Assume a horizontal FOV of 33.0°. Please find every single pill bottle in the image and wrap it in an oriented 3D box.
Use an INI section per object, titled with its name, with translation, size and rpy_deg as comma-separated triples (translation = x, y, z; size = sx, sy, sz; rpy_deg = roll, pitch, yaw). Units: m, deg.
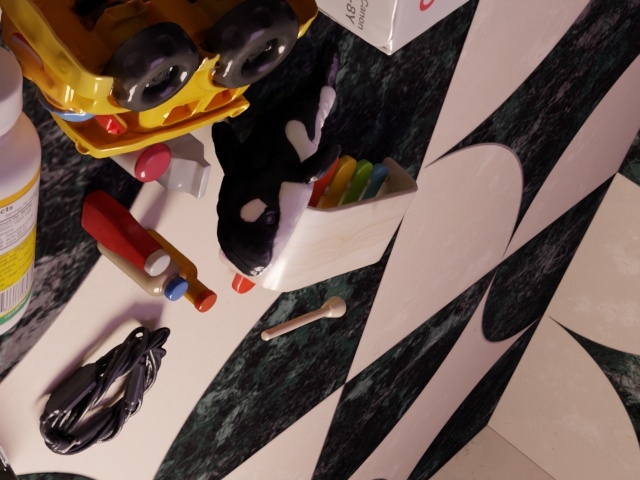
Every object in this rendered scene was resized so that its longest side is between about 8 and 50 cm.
[pill bottle]
translation = -0.256, -0.033, 0.751
size = 0.118, 0.118, 0.208
rpy_deg = -31, 150, -41

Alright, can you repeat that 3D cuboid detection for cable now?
[cable]
translation = -0.228, 0.169, 1.201
size = 0.184, 0.047, 0.150
rpy_deg = -46, 157, -15

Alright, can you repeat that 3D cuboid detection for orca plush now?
[orca plush]
translation = -0.053, -0.099, 1.071
size = 0.151, 0.102, 0.287
rpy_deg = -22, -144, 55

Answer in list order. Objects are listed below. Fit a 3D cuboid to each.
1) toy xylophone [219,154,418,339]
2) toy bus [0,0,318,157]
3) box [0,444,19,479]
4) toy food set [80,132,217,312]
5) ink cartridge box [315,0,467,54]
[toy xylophone]
translation = 0.000, 0.000, 1.338
size = 0.236, 0.081, 0.323
rpy_deg = -59, 156, 17
[toy bus]
translation = -0.144, -0.136, 0.814
size = 0.220, 0.149, 0.211
rpy_deg = -27, 163, -42
[box]
translation = -0.423, 0.303, 0.990
size = 0.322, 0.079, 0.257
rpy_deg = -41, 153, -24
[toy food set]
translation = -0.142, -0.028, 0.993
size = 0.111, 0.104, 0.232
rpy_deg = -29, 149, -43
[ink cartridge box]
translation = 0.139, -0.382, 0.929
size = 0.385, 0.160, 0.279
rpy_deg = -38, 153, -30
